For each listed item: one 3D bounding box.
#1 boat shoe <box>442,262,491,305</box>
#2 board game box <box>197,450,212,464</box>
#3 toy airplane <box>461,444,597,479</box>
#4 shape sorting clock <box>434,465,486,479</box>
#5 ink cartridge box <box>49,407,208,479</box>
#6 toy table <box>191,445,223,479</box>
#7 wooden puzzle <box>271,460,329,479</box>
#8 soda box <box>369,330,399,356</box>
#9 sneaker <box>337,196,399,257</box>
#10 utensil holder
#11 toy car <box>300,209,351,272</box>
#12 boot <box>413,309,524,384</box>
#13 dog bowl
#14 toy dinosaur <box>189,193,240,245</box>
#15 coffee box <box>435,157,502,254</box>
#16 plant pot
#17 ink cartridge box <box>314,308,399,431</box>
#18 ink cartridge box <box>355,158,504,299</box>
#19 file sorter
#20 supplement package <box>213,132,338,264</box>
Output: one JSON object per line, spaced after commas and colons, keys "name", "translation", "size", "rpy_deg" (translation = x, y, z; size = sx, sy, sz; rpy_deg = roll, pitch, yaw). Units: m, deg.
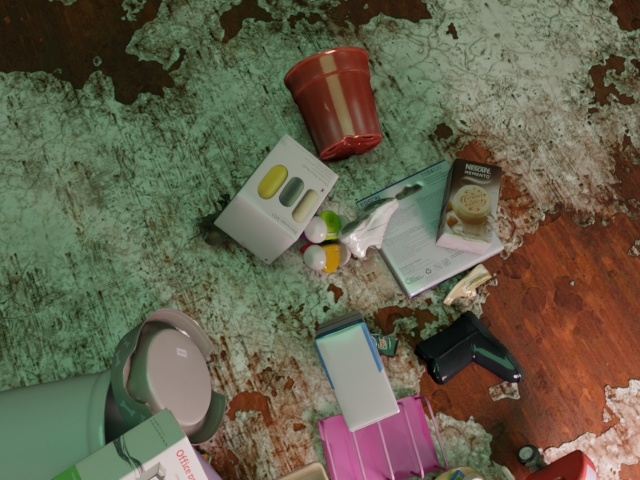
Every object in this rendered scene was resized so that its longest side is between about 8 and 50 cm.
{"name": "boat shoe", "translation": [0.429, 0.138, 1.654], "size": [0.170, 0.063, 0.059], "rpy_deg": [-40, 71, -13]}
{"name": "board game box", "translation": [-0.380, 0.680, 1.490], "size": [0.136, 0.030, 0.259], "rpy_deg": [11, 73, 0]}
{"name": "toy airplane", "translation": [0.506, 0.713, 1.361], "size": [0.387, 0.272, 0.383], "rpy_deg": [0, 95, -19]}
{"name": "shape sorting clock", "translation": [0.346, 0.677, 1.460], "size": [0.206, 0.040, 0.206], "rpy_deg": [-1, 93, -24]}
{"name": "ink cartridge box", "translation": [-0.393, 0.521, 1.210], "size": [0.273, 0.198, 0.115], "rpy_deg": [-29, 36, -24]}
{"name": "toy table", "translation": [-0.303, 0.644, 1.376], "size": [0.161, 0.252, 0.274], "rpy_deg": [-43, 36, -16]}
{"name": "wooden puzzle", "translation": [-0.043, 0.706, 1.446], "size": [0.221, 0.044, 0.238], "rpy_deg": [-31, 77, 17]}
{"name": "soda box", "translation": [0.131, 0.282, 1.605], "size": [0.169, 0.060, 0.053], "rpy_deg": [14, 77, 4]}
{"name": "sneaker", "translation": [0.151, -0.035, 1.638], "size": [0.232, 0.090, 0.115], "rpy_deg": [-41, 112, -26]}
{"name": "utensil holder", "translation": [-0.655, 0.505, 1.389], "size": [0.386, 0.327, 0.327], "rpy_deg": [-11, 73, -2]}
{"name": "toy car", "translation": [0.000, 0.000, 1.656], "size": [0.136, 0.159, 0.181], "rpy_deg": [10, 103, 43]}
{"name": "boot", "translation": [0.404, 0.339, 1.572], "size": [0.207, 0.094, 0.246], "rpy_deg": [-34, 69, -14]}
{"name": "dog bowl", "translation": [-0.382, 0.352, 1.443], "size": [0.102, 0.349, 0.348], "rpy_deg": [-23, 73, 17]}
{"name": "toy dinosaur", "translation": [-0.240, -0.045, 1.688], "size": [0.314, 0.121, 0.160], "rpy_deg": [9, 75, -30]}
{"name": "coffee box", "translation": [0.426, -0.098, 1.641], "size": [0.141, 0.098, 0.246], "rpy_deg": [12, 70, 3]}
{"name": "plant pot", "translation": [0.055, -0.397, 1.729], "size": [0.273, 0.272, 0.264], "rpy_deg": [-16, 82, -6]}
{"name": "ink cartridge box", "translation": [0.086, 0.307, 1.422], "size": [0.129, 0.307, 0.223], "rpy_deg": [-23, 88, 1]}
{"name": "ink cartridge box", "translation": [0.320, -0.037, 1.707], "size": [0.324, 0.071, 0.330], "rpy_deg": [-26, 71, -9]}
{"name": "file sorter", "translation": [0.156, 0.527, 1.465], "size": [0.291, 0.182, 0.202], "rpy_deg": [-13, 73, -5]}
{"name": "supplement package", "translation": [-0.121, -0.113, 1.590], "size": [0.199, 0.198, 0.262], "rpy_deg": [38, 55, -9]}
